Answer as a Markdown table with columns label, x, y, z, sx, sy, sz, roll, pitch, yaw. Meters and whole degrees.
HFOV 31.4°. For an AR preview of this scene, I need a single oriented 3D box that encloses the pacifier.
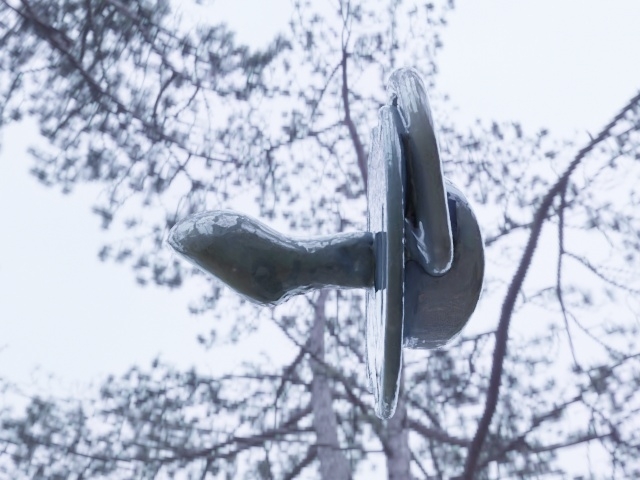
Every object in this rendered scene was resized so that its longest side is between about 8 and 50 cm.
| label | x | y | z | sx | sy | sz | roll | pitch | yaw |
| --- | --- | --- | --- | --- | --- | --- | --- | --- | --- |
| pacifier | 0.000 | 0.000 | 0.772 | 0.207 | 0.279 | 0.227 | -3 | -90 | 0 |
